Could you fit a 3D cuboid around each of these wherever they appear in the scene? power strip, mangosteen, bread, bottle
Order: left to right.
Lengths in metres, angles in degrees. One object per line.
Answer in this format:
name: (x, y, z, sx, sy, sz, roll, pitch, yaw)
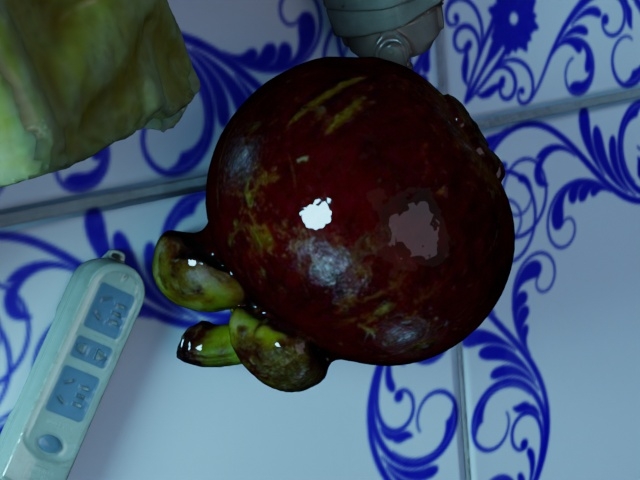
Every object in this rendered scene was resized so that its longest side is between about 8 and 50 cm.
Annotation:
bread: (-0.204, -0.139, 0.620, 0.238, 0.196, 0.252, -35, 119, -50)
power strip: (-0.165, 0.094, 0.790, 0.047, 0.030, 0.191, 30, 77, -37)
mangosteen: (0.000, 0.000, 0.819, 0.257, 0.215, 0.215, -34, 122, 9)
bottle: (0.045, -0.194, 0.887, 0.099, 0.099, 0.152, -34, 123, -31)
